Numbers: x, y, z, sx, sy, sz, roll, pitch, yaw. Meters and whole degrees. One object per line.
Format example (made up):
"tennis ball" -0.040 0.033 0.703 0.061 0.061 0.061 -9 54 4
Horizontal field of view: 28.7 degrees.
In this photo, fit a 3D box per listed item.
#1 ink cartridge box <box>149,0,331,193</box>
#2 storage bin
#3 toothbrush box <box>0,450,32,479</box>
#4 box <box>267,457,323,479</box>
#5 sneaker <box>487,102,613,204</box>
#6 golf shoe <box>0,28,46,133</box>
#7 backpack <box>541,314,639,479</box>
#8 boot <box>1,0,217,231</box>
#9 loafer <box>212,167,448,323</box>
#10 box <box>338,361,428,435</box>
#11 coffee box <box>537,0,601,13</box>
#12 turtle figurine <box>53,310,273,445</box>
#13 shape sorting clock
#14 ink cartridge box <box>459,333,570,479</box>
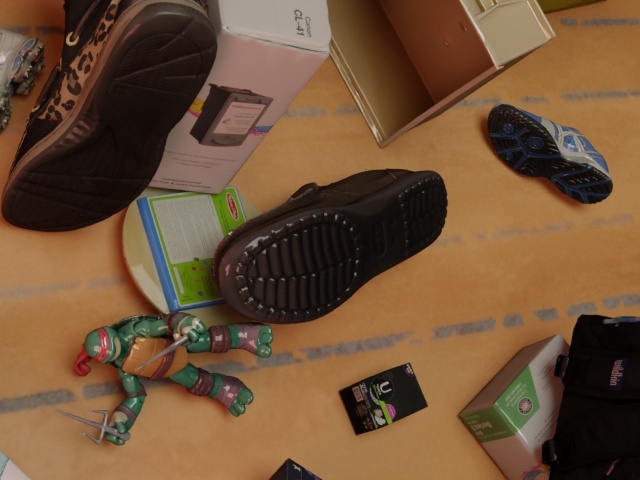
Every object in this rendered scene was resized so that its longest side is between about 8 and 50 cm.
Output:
"ink cartridge box" -0.120 -0.223 1.405 0.131 0.306 0.226 6 59 -25
"storage bin" 0.127 -0.298 1.610 0.123 0.262 0.260 -27 87 -34
"toothbrush box" -0.438 0.241 1.190 0.295 0.126 0.216 45 57 -8
"box" 0.006 0.378 1.322 0.184 0.103 0.261 32 20 -14
"sneaker" 0.324 -0.132 1.785 0.211 0.080 0.081 33 39 -16
"golf shoe" -0.385 -0.169 1.412 0.086 0.069 0.176 25 56 1
"backpack" 0.470 0.215 1.459 0.273 0.355 0.290 24 64 -23
"boot" -0.246 -0.208 1.350 0.138 0.377 0.284 8 52 -31
"loafer" 0.000 0.000 1.518 0.366 0.130 0.133 -20 115 -43
"box" 0.078 0.194 1.537 0.083 0.052 0.062 -18 83 -33
"coffee box" 0.341 -0.533 1.765 0.338 0.338 0.334 -18 82 -32
"turtle figurine" -0.173 0.131 1.369 0.234 0.175 0.118 8 39 -38
"shape sorting clock" -0.141 0.013 1.485 0.206 0.040 0.206 13 62 -26
"ink cartridge box" 0.307 0.254 1.620 0.154 0.093 0.212 -41 94 -33
